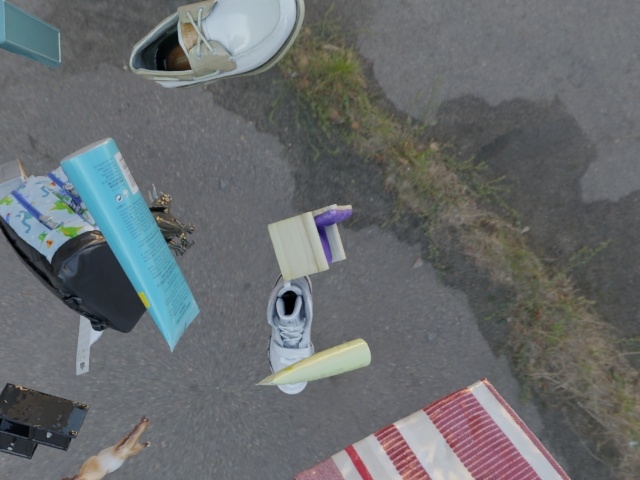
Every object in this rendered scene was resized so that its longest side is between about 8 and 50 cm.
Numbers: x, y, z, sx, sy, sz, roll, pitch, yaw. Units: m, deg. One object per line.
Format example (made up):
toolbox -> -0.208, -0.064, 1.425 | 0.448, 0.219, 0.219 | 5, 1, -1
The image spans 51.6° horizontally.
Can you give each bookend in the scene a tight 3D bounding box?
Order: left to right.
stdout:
bookend -> -0.535, 0.362, 1.253 | 0.156, 0.157, 0.072 | 19, 39, -9

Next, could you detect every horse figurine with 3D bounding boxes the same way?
horse figurine -> -0.524, 0.544, 1.645 | 0.263, 0.174, 0.066 | -31, 76, -19

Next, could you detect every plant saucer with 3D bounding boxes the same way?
plant saucer -> -0.425, -0.301, 0.970 | 0.018, 0.192, 0.067 | 1, 95, 1

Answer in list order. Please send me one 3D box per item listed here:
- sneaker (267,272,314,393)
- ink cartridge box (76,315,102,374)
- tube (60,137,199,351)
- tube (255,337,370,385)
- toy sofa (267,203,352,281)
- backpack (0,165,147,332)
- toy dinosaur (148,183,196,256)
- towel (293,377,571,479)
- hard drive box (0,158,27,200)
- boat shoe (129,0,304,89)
sneaker -> -0.089, 0.263, 1.863 | 0.137, 0.210, 0.366 | 1, 90, 2
ink cartridge box -> -0.583, 0.249, 1.691 | 0.045, 0.145, 0.179 | 6, 73, -30
tube -> -0.176, 0.003, 0.645 | 0.052, 0.080, 0.207 | -16, 111, 23
tube -> -0.011, 0.261, 1.367 | 0.240, 0.070, 0.062 | -13, 40, -24
toy sofa -> 0.000, 0.000, 1.754 | 0.177, 0.362, 0.150 | -16, 90, 9
backpack -> -0.542, 0.001, 1.435 | 0.355, 0.290, 0.273 | 19, 67, 27
toy dinosaur -> -0.423, -0.030, 1.784 | 0.160, 0.313, 0.121 | 32, 100, -19
towel -> 0.159, 0.341, 0.877 | 0.328, 0.037, 0.237 | -21, 51, -20
hard drive box -> -0.766, -0.071, 1.703 | 0.089, 0.181, 0.232 | -24, 120, -17
boat shoe -> -0.155, -0.284, 0.946 | 0.103, 0.302, 0.113 | -14, 89, -49
